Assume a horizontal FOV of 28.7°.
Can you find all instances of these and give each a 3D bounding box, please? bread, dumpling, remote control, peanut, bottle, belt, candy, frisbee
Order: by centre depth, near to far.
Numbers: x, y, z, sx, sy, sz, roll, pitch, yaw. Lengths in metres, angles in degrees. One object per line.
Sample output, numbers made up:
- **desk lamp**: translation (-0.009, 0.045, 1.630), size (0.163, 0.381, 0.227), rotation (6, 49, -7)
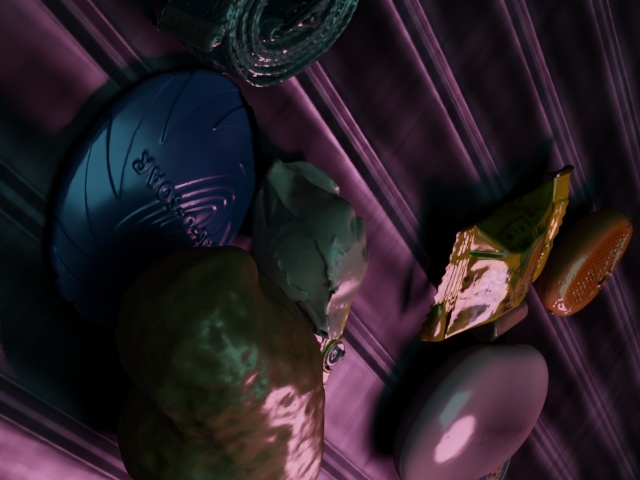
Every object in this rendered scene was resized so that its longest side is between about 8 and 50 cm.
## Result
- **belt**: translation (-0.036, -0.202, 1.025), size (0.163, 0.082, 0.147), rotation (-60, 145, -3)
- **frisbee**: translation (-0.129, -0.029, 1.070), size (0.242, 0.045, 0.242), rotation (-37, 144, -34)
- **peanut**: translation (-0.093, 0.137, 1.118), size (0.192, 0.169, 0.387), rotation (-16, 143, -11)
- **dumpling**: translation (0.000, 0.000, 1.210), size (0.127, 0.108, 0.188), rotation (-41, 113, -50)
- **candy**: translation (0.236, 0.018, 1.601), size (0.297, 0.081, 0.187), rotation (-25, 136, -45)
- **bottle**: translation (0.248, 0.106, 1.727), size (0.096, 0.045, 0.045), rotation (-25, 134, -46)
- **remote control**: translation (0.213, 0.241, 1.729), size (0.332, 0.103, 0.221), rotation (6, 112, -57)
- **bread**: translation (0.380, 0.029, 1.829), size (0.189, 0.077, 0.114), rotation (-50, 128, -16)

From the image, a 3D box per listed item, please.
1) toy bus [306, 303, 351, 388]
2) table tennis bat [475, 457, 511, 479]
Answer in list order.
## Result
- **toy bus**: translation (-0.033, 0.148, 1.316), size (0.074, 0.081, 0.226), rotation (-6, 120, -52)
- **table tennis bat**: translation (0.242, 0.405, 1.978), size (0.160, 0.039, 0.257), rotation (-10, 121, -50)
